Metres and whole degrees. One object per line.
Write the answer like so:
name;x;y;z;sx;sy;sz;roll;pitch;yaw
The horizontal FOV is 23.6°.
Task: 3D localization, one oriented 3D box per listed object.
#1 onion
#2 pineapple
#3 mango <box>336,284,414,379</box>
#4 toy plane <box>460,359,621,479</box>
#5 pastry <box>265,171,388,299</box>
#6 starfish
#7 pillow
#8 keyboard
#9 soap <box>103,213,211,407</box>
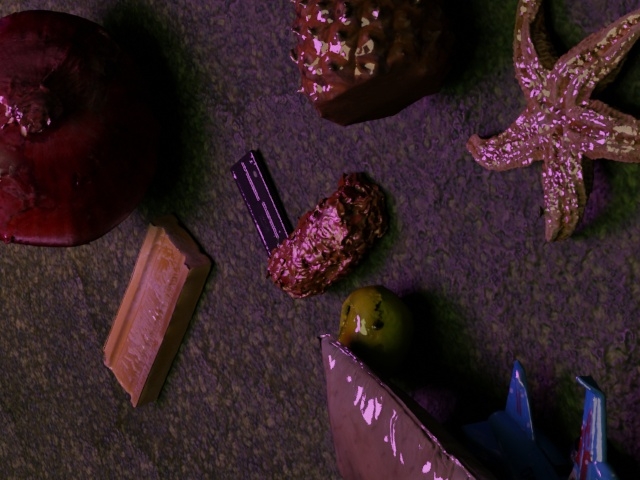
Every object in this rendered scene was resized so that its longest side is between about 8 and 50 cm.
onion;-0.317;-0.127;1.747;0.276;0.276;0.276;18;115;46
pineapple;0.010;-0.289;1.423;0.165;0.165;0.365;-39;63;48
mango;0.050;0.104;1.537;0.165;0.074;0.091;111;168;-60
toy plane;0.218;0.245;1.351;0.271;0.105;0.254;54;137;32
pastry;0.001;0.002;1.566;0.087;0.063;0.169;57;134;19
starfish;0.214;-0.113;1.304;0.277;0.062;0.236;4;99;53
pillow;0.089;0.224;1.410;0.302;0.075;0.185;40;148;50
keyboard;-0.056;-0.021;1.671;0.053;0.010;0.155;-34;75;49
soap;-0.203;0.088;1.858;0.092;0.037;0.252;51;135;29
